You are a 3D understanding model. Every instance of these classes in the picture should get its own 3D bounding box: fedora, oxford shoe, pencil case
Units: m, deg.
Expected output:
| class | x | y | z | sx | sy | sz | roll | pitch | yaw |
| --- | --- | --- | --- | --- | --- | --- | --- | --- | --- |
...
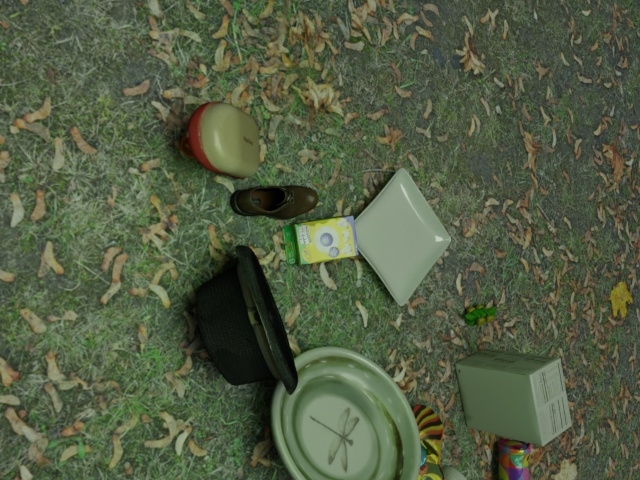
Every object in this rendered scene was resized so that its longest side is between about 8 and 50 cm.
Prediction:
| class | x | y | z | sx | sy | sz | roll | pitch | yaw |
| --- | --- | --- | --- | --- | --- | --- | --- | --- | --- |
| fedora | -0.166 | 0.183 | 1.274 | 0.153 | 0.334 | 0.334 | -19 | 100 | -1 |
| oxford shoe | -0.087 | -0.091 | 1.407 | 0.227 | 0.096 | 0.082 | -9 | 90 | -37 |
| pencil case | 0.592 | 0.727 | 1.829 | 0.104 | 0.104 | 0.236 | 3 | 89 | -35 |

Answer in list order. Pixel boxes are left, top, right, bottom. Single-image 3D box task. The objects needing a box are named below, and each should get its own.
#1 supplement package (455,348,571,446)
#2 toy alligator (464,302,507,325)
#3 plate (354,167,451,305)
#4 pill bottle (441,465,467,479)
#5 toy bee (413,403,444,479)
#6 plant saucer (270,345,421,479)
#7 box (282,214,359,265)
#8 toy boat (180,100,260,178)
| class | x | y | z | sx | sy | sz | roll | pitch | yaw |
| --- | --- | --- | --- | --- | --- | --- | --- | --- | --- |
| supplement package | 0.546 | 0.439 | 1.717 | 0.145 | 0.262 | 0.204 | -15 | 96 | -35 |
| toy alligator | 0.498 | 0.229 | 1.829 | 0.190 | 0.056 | 0.051 | -8 | 134 | -36 |
| plate | 0.212 | -0.011 | 1.642 | 0.277 | 0.045 | 0.278 | -48 | 113 | -26 |
| pill bottle | 0.310 | 0.721 | 1.623 | 0.208 | 0.119 | 0.119 | -40 | 109 | -30 |
| toy bee | 0.280 | 0.599 | 1.584 | 0.195 | 0.162 | 0.298 | 44 | 64 | -75 |
| plant saucer | 0.047 | 0.447 | 1.400 | 0.401 | 0.100 | 0.400 | 21 | 45 | -23 |
| box | 0.000 | 0.000 | 1.476 | 0.179 | 0.043 | 0.105 | -10 | 93 | -17 |
| toy boat | -0.230 | -0.210 | 1.290 | 0.231 | 0.151 | 0.150 | 1 | 85 | -78 |
